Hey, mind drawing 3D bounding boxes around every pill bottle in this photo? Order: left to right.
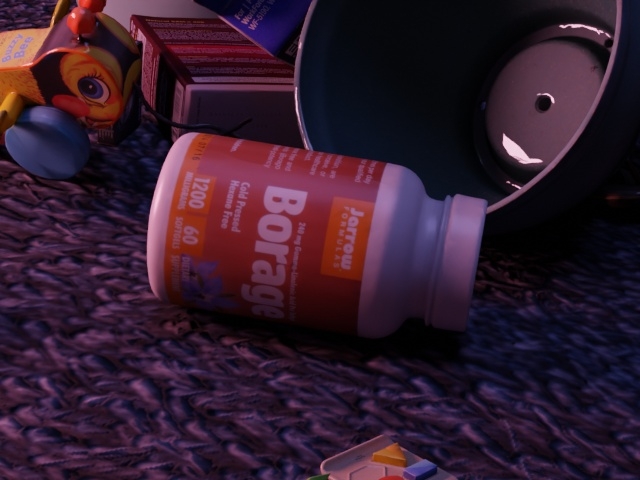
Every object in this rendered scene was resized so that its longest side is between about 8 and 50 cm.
[{"bbox_3d":[0.000,0.000,0.874,0.216,0.121,0.121,9,24,7],"label":"pill bottle"}]

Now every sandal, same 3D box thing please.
[{"bbox_3d":[0.238,-0.081,1.186,0.090,0.060,0.219,-12,30,-35],"label":"sandal"}]

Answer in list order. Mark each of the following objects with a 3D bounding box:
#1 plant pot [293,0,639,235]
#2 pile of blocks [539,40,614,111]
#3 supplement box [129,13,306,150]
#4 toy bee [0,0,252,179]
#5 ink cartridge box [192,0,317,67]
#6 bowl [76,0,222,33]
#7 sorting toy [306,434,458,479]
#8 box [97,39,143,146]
[{"bbox_3d":[0.153,-0.132,1.061,0.293,0.293,0.196,28,6,39],"label":"plant pot"},{"bbox_3d":[0.289,-0.206,1.211,0.149,0.112,0.362,-22,1,-23],"label":"pile of blocks"},{"bbox_3d":[-0.100,-0.153,1.245,0.130,0.073,0.239,-2,26,-20],"label":"supplement box"},{"bbox_3d":[-0.210,-0.144,1.056,0.298,0.162,0.195,-9,47,-4],"label":"toy bee"},{"bbox_3d":[0.025,-0.229,1.184,0.065,0.165,0.333,41,13,23],"label":"ink cartridge box"},{"bbox_3d":[-0.155,-0.299,1.445,0.311,0.163,0.311,5,25,-3],"label":"bowl"},{"bbox_3d":[0.030,0.135,0.717,0.083,0.012,0.062,-16,33,-41],"label":"sorting toy"},{"bbox_3d":[-0.184,-0.137,1.175,0.018,0.083,0.067,10,24,10],"label":"box"}]
